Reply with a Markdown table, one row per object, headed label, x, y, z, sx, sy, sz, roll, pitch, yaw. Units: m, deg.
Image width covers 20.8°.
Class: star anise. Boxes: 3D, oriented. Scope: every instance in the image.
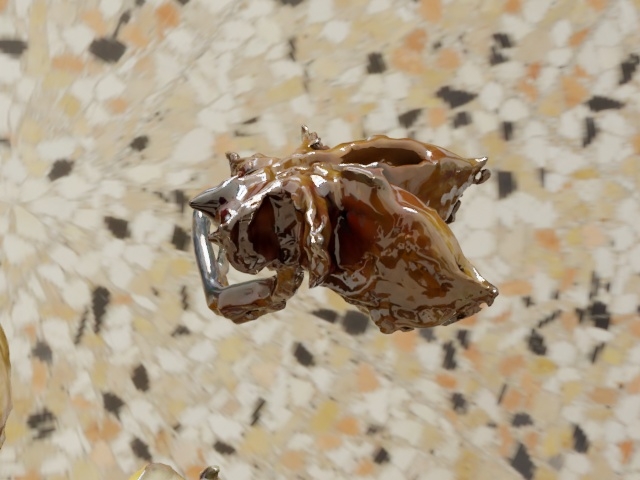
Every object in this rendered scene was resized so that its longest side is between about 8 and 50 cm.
| label | x | y | z | sx | sy | sz | roll | pitch | yaw |
| --- | --- | --- | --- | --- | --- | --- | --- | --- | --- |
| star anise | -0.004 | -0.010 | 1.348 | 0.237 | 0.346 | 0.148 | -21 | 104 | -38 |

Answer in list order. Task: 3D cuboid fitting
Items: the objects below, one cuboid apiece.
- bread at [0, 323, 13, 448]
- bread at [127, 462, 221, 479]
| label | x | y | z | sx | sy | sz | roll | pitch | yaw |
| --- | --- | --- | --- | --- | --- | --- | --- | --- | --- |
| bread | -0.268 | 0.037 | 0.525 | 0.328 | 0.148 | 0.337 | 39 | 120 | 8 |
| bread | -0.104 | 0.224 | 0.821 | 0.143 | 0.139 | 0.229 | 43 | 46 | -9 |
